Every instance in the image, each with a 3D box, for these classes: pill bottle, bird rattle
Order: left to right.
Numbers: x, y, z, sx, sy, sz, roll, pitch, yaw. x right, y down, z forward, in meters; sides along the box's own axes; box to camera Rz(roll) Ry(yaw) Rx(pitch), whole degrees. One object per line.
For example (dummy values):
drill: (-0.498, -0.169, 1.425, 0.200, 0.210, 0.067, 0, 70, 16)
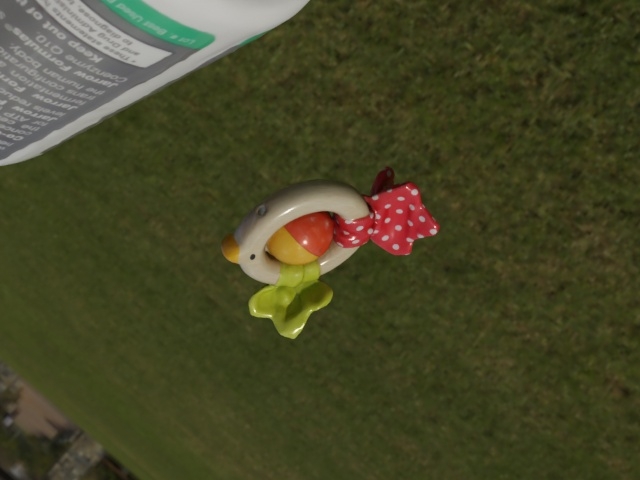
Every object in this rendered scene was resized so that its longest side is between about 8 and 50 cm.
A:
pill bottle: (-0.186, -0.165, 0.653, 0.361, 0.204, 0.204, -19, 122, 40)
bird rattle: (0.000, 0.000, 1.227, 0.207, 0.253, 0.143, 27, -140, -54)
